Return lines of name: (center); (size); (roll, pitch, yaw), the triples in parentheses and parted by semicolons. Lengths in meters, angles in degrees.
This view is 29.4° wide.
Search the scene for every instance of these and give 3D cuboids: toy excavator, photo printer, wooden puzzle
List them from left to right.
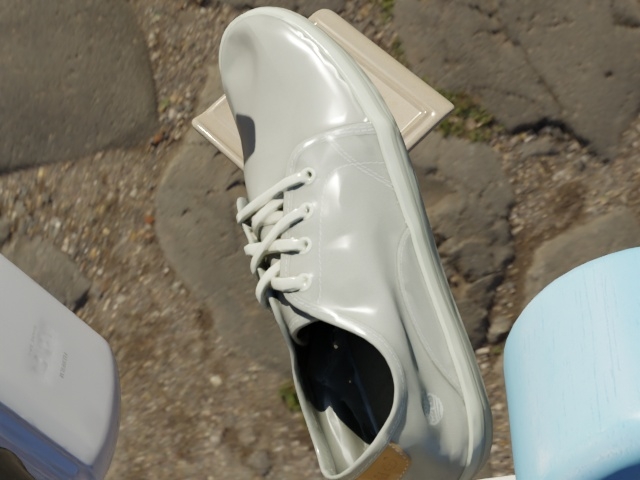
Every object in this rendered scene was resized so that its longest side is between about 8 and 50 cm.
photo printer: (-0.378, 0.177, 1.563); (0.307, 0.107, 0.256); (46, 24, -31)
wooden puzzle: (0.003, -0.143, 1.440); (0.238, 0.044, 0.221); (-42, 67, -16)
toy excavator: (0.170, 0.162, 0.793); (0.445, 0.433, 0.222); (-4, 42, 8)

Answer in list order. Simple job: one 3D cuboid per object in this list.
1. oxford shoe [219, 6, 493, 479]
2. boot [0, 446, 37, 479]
oxford shoe: (0.000, 0.000, 0.997); (0.130, 0.169, 0.450); (-8, 69, -35)
boot: (-0.109, 0.215, 0.744); (0.260, 0.348, 0.131); (-2, 106, -21)
